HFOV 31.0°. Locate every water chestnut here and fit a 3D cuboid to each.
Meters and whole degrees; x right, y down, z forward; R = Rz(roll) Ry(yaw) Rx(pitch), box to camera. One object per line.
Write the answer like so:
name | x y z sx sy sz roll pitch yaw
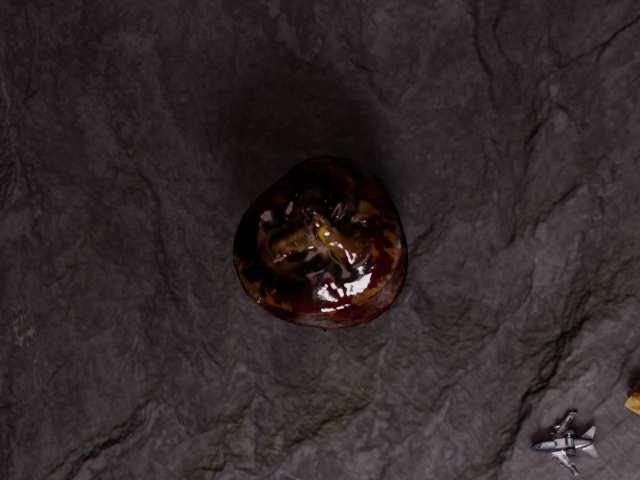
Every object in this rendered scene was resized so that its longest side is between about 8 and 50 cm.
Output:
water chestnut | 0.000 0.000 1.449 0.224 0.238 0.223 -5 72 16

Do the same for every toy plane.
toy plane | 0.297 0.250 1.411 0.083 0.031 0.078 -8 66 18

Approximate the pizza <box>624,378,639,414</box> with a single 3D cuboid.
pizza | 0.473 0.155 1.338 0.246 0.058 0.127 -12 80 17
